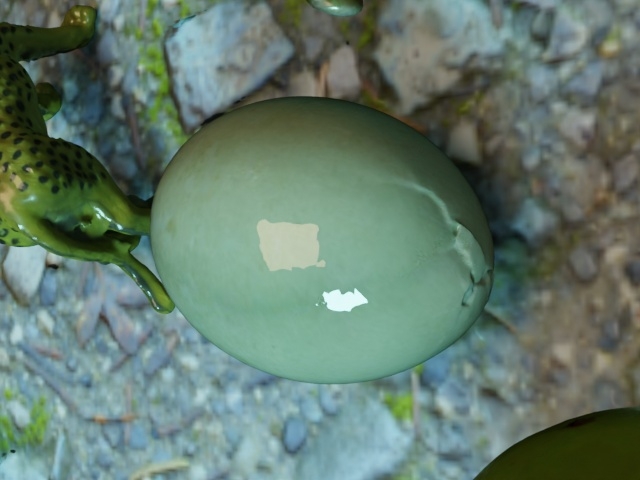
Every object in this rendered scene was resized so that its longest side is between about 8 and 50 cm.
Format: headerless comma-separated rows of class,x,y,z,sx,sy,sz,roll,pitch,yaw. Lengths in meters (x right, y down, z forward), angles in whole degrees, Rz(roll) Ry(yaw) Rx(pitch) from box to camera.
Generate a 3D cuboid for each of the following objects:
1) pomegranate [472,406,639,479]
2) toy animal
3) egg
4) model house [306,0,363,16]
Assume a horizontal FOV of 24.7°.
pomegranate,0.112,0.111,0.445,0.198,0.198,0.246,-16,80,38
toy animal,-0.147,-0.041,0.692,0.073,0.136,0.181,-44,65,31
egg,0.000,0.000,0.585,0.152,0.114,0.114,12,98,38
model house,-0.009,-0.226,0.550,0.219,0.199,0.229,30,113,23
